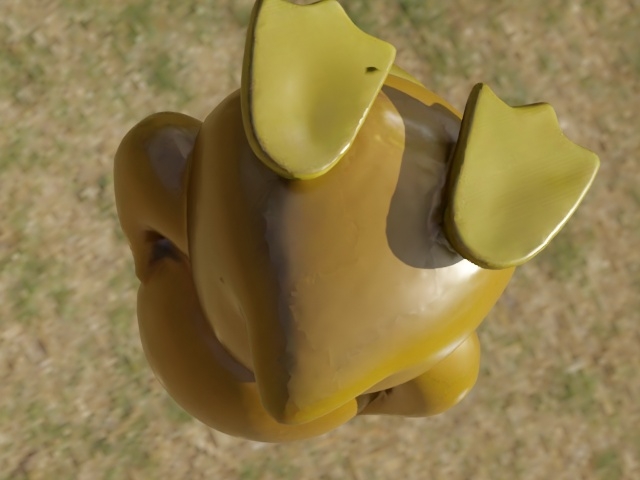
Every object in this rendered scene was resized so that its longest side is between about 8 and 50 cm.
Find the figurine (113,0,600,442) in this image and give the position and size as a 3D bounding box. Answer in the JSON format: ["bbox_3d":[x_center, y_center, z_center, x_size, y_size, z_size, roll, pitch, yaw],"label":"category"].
[{"bbox_3d":[0.000,0.004,0.897,0.215,0.228,0.215,0,92,-8],"label":"figurine"}]
